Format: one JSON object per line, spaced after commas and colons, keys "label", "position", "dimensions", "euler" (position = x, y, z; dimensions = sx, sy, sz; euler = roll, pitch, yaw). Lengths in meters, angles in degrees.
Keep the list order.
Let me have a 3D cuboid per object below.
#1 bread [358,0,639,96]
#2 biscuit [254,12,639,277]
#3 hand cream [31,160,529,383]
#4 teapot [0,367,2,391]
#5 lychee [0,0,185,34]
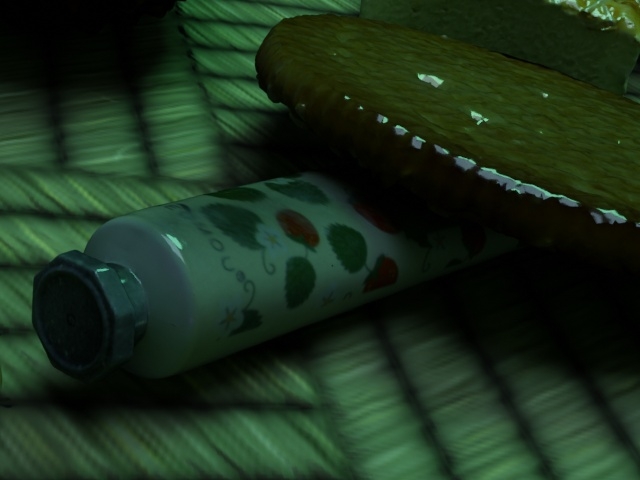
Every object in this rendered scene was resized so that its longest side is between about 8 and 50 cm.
{"label": "bread", "position": [0.123, -0.160, 0.828], "dimensions": [0.188, 0.068, 0.125], "euler": [17, 30, 5]}
{"label": "biscuit", "position": [0.110, -0.046, 0.620], "dimensions": [0.305, 0.038, 0.305], "euler": [17, 20, -6]}
{"label": "hand cream", "position": [0.000, 0.000, 0.521], "dimensions": [0.095, 0.059, 0.276], "euler": [33, 30, 27]}
{"label": "teapot", "position": [-0.169, -0.001, 0.400], "dimensions": [0.165, 0.130, 0.119], "euler": [44, 10, -11]}
{"label": "lychee", "position": [-0.141, -0.249, 0.671], "dimensions": [0.275, 0.276, 0.304], "euler": [20, 9, 10]}
